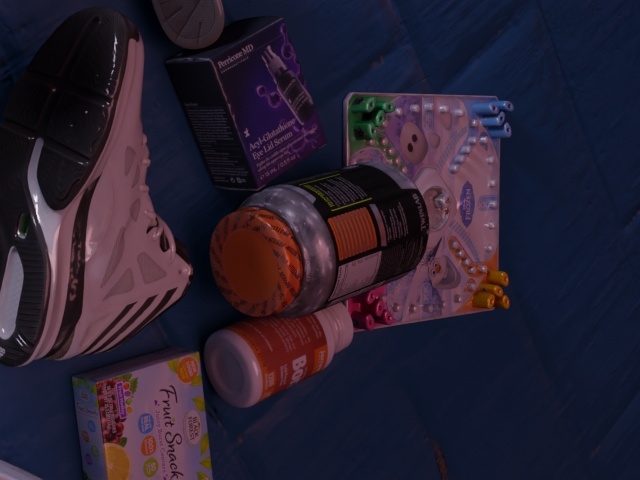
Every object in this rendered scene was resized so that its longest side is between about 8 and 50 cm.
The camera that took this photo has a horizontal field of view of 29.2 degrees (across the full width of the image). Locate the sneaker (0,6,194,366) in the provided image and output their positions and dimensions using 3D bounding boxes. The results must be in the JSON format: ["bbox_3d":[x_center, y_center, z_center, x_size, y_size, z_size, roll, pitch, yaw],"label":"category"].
[{"bbox_3d":[-0.267,-0.061,1.551,0.257,0.169,0.447,3,107,-54],"label":"sneaker"}]

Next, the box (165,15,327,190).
[{"bbox_3d":[-0.105,-0.197,1.761,0.153,0.108,0.207,-38,119,-34],"label":"box"}]

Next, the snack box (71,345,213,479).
[{"bbox_3d":[-0.243,0.268,1.699,0.175,0.070,0.207,-13,104,-42],"label":"snack box"}]

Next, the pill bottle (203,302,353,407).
[{"bbox_3d":[-0.057,0.157,1.828,0.216,0.121,0.121,-22,109,-39],"label":"pill bottle"}]

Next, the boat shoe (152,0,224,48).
[{"bbox_3d":[-0.204,-0.420,1.660,0.118,0.103,0.320,-17,108,6],"label":"boat shoe"}]

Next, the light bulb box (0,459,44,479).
[{"bbox_3d":[-0.407,0.346,1.352,0.358,0.361,0.225,35,72,-40],"label":"light bulb box"}]

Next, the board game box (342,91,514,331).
[{"bbox_3d":[0.194,-0.054,2.095,0.390,0.050,0.389,-5,98,-43],"label":"board game box"}]

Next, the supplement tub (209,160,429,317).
[{"bbox_3d":[0.000,0.000,1.801,0.316,0.194,0.193,-17,105,-48],"label":"supplement tub"}]
